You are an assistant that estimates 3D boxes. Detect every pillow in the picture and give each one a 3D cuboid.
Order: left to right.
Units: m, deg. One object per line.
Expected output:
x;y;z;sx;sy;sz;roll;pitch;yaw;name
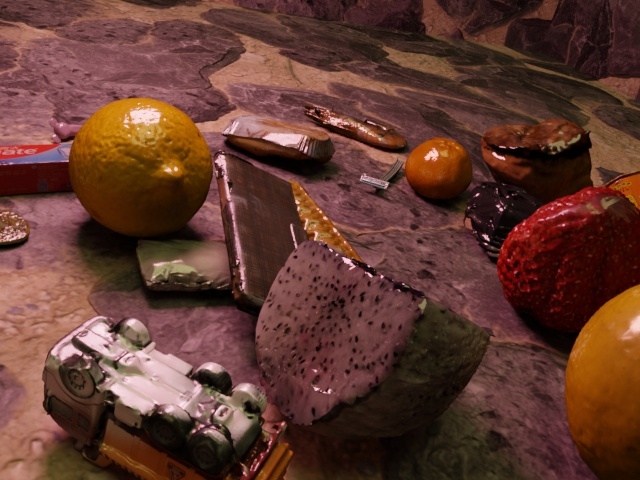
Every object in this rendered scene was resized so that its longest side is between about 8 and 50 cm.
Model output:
-0.174;0.040;0.991;0.229;0.051;0.128;4;34;-21;pillow

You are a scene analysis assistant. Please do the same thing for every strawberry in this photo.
0.442;0.031;1.039;0.238;0.288;0.250;40;58;21;strawberry

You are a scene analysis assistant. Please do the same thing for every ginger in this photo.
0.519;-0.181;1.510;0.269;0.223;0.200;-14;34;-8;ginger

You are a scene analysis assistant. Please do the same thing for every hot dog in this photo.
-0.100;-0.234;1.457;0.270;0.082;0.162;17;20;20;hot dog

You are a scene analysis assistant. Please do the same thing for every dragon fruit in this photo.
0.063;0.144;0.790;0.221;0.204;0.283;28;0;-38;dragon fruit

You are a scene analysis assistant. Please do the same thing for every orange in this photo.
0.277;-0.169;1.452;0.159;0.136;0.159;8;32;-5;orange

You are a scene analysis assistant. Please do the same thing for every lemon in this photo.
-0.293;-0.117;1.022;0.228;0.228;0.253;1;25;-22;lemon
0.446;0.192;0.757;0.297;0.297;0.297;11;30;-6;lemon

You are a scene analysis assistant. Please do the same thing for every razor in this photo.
0.157;-0.153;1.470;0.068;0.037;0.191;20;28;18;razor

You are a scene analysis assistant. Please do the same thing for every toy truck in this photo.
-0.163;0.193;0.666;0.270;0.135;0.114;26;29;12;toy truck

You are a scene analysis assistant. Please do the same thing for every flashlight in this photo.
-0.521;-0.233;1.321;0.031;0.052;0.110;-8;4;41;flashlight

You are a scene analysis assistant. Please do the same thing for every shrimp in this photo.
0.102;-0.320;1.720;0.296;0.058;0.169;24;24;9;shrimp

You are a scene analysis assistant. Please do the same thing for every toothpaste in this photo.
-0.495;-0.131;1.126;0.320;0.066;0.076;-8;37;-35;toothpaste

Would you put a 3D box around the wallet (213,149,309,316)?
-0.086;-0.005;0.998;0.169;0.044;0.317;22;36;-37;wallet

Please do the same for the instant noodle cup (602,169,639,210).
0.703;-0.020;1.333;0.216;0.215;0.172;13;39;-2;instant noodle cup

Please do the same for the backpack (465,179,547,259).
0.411;-0.057;1.345;0.206;0.133;0.258;14;23;-8;backpack

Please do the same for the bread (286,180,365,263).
0.001;0.000;1.107;0.077;0.084;0.367;-34;44;-1;bread

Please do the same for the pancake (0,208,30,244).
-0.512;-0.021;0.979;0.108;0.017;0.108;12;27;-6;pancake
